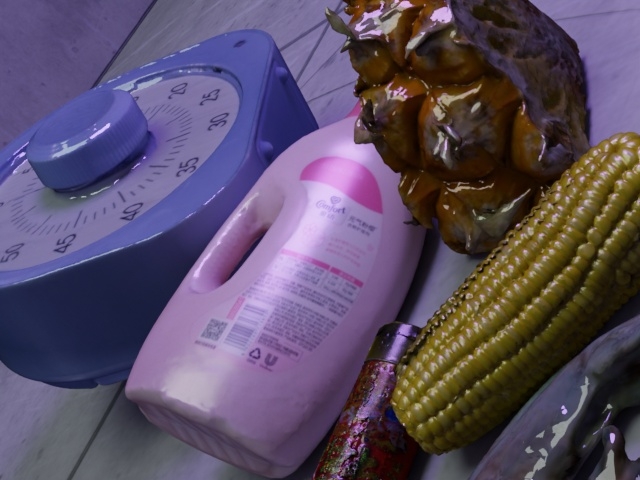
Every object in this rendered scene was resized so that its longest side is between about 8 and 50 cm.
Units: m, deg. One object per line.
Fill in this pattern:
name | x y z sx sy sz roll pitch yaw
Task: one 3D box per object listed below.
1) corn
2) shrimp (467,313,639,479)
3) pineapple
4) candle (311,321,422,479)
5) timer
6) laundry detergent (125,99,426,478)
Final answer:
corn | 0.116 0.027 0.536 0.203 0.072 0.072 -48 22 7
shrimp | 0.145 0.088 0.387 0.360 0.085 0.247 -44 16 25
pineapple | 0.104 -0.110 0.686 0.114 0.186 0.236 -28 74 37
candle | 0.032 0.112 0.584 0.052 0.052 0.130 -17 38 54
timer | -0.196 -0.039 0.955 0.395 0.173 0.395 -20 33 13
laundry detergent | 0.000 0.000 0.742 0.159 0.088 0.335 17 61 26
